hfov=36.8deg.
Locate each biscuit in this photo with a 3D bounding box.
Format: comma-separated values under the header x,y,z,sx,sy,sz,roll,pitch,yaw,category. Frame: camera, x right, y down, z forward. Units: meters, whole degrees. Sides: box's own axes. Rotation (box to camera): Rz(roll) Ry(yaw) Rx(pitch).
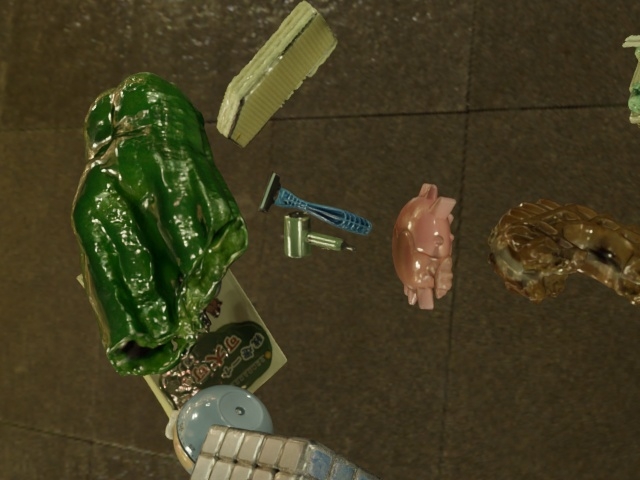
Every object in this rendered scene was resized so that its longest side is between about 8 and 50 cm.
x,y,z,sx,sy,sz,roll,pitch,yaw,category
-0.081,-0.269,1.585,0.052,0.150,0.252,42,95,15,biscuit
0.468,0.024,1.743,0.268,0.367,0.115,-110,32,-60,biscuit

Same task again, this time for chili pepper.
x,y,z,sx,sy,sz,roll,pitch,yaw,category
-0.218,-0.034,1.192,0.213,0.168,0.384,-37,51,38,chili pepper

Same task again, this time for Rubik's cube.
x,y,z,sx,sy,sz,roll,pitch,yaw,category
-0.047,0.408,1.328,0.238,0.237,0.237,-2,59,47,Rubik's cube

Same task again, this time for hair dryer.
x,y,z,sx,sy,sz,roll,pitch,yaw,category
0.000,0.000,1.559,0.150,0.047,0.071,15,115,42,hair dryer

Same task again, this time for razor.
x,y,z,sx,sy,sz,roll,pitch,yaw,category
-0.006,-0.060,1.877,0.042,0.253,0.081,15,87,60,razor

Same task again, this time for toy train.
x,y,z,sx,sy,sz,roll,pitch,yaw,category
0.599,-0.280,1.714,0.081,0.125,0.194,-3,51,44,toy train

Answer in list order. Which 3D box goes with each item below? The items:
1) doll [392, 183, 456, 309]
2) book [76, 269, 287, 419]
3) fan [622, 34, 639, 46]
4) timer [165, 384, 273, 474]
x,y,z,sx,sy,sz,roll,pitch,yaw,category
0.176,0.011,1.643,0.262,0.093,0.211,-117,36,-65,doll
-0.247,0.151,1.788,0.043,0.260,0.370,-13,112,56,book
0.596,-0.269,1.245,0.415,0.233,0.012,3,129,34,fan
-0.190,0.328,1.544,0.255,0.175,0.175,-29,69,31,timer
